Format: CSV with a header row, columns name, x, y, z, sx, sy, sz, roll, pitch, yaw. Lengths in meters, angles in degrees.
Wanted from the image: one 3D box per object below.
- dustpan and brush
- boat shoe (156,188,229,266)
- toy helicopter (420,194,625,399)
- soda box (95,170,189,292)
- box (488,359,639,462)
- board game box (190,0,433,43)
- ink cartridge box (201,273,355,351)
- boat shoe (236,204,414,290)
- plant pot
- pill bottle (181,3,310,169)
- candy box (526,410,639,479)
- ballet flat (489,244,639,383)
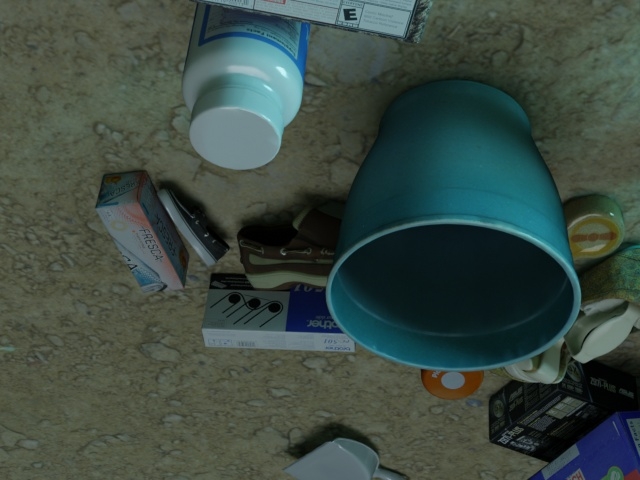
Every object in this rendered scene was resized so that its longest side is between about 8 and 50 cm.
name,x,y,z,sx,sy,sz,roll,pitch,yaw
dustpan and brush,0.062,0.380,2.167,0.211,0.060,0.147,32,136,-20
boat shoe,-0.165,-0.023,1.698,0.040,0.049,0.142,-36,132,-3
toy helicopter,0.221,0.035,1.684,0.355,0.140,0.235,-31,121,23
soda box,-0.230,-0.009,1.707,0.063,0.058,0.183,-6,139,14
box,0.358,0.251,1.942,0.147,0.077,0.180,20,139,-18
board game box,0.013,-0.348,1.188,0.232,0.141,0.291,10,141,-5
ink cartridge box,-0.053,0.098,1.788,0.207,0.097,0.046,2,141,5
boat shoe,-0.004,0.004,1.648,0.257,0.095,0.095,-10,114,34
plant pot,0.151,-0.031,1.475,0.272,0.255,0.271,4,141,3
pill bottle,-0.076,-0.183,1.341,0.124,0.221,0.124,4,142,3
candy box,0.494,0.354,1.940,0.317,0.122,0.268,2,147,-30
ballet flat,0.330,0.129,1.765,0.123,0.123,0.348,27,137,-25
